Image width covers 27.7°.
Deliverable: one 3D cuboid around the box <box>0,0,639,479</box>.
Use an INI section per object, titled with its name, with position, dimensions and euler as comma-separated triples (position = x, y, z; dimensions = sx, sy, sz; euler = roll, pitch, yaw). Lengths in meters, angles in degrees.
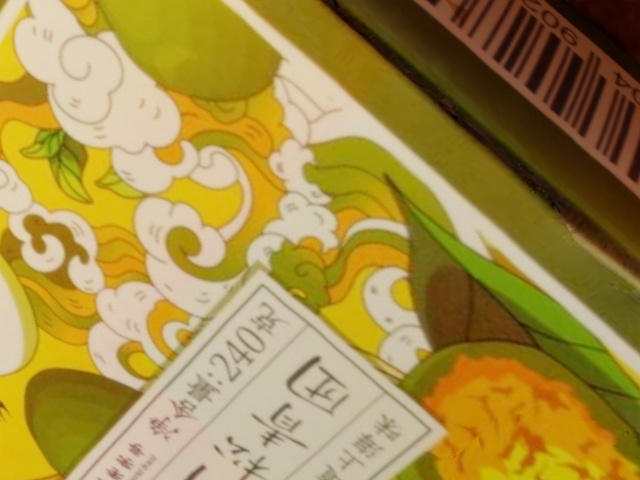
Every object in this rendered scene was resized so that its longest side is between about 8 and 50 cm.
[box]
position = -0.023, 0.072, 0.547
dimensions = 0.373, 0.138, 0.420
euler = 41, 124, -5
